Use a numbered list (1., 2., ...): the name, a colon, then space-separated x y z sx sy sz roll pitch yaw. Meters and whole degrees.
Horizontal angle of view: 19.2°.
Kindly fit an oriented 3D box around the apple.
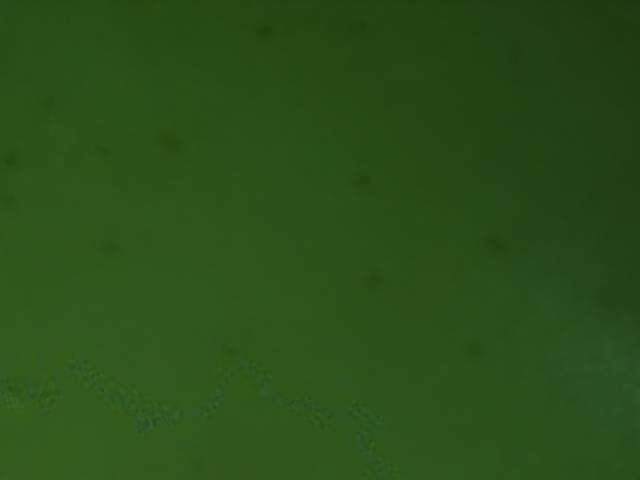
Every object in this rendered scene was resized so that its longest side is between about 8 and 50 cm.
1. apple: 0.000 0.000 0.665 0.474 0.473 0.473 49 179 2
